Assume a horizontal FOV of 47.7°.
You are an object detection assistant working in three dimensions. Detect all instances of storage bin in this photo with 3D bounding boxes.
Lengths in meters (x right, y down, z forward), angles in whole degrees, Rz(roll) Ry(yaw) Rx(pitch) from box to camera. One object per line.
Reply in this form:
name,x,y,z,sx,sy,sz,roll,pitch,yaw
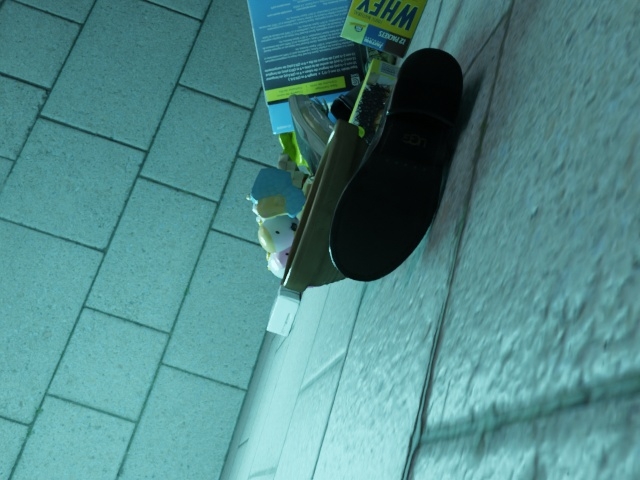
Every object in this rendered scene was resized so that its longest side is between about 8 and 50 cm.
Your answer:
storage bin,0.091,-0.295,1.585,0.091,0.098,0.135,-44,1,-7

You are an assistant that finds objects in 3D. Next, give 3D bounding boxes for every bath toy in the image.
bath toy,-0.071,-0.008,1.577,0.348,0.129,0.151,80,-153,-61

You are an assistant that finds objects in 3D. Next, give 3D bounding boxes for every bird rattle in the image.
bird rattle,0.020,-0.208,1.842,0.207,0.143,0.253,-47,-38,-5

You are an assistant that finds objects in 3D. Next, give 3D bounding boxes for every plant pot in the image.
plant pot,0.035,-0.035,0.972,0.237,0.110,0.237,-163,90,-86

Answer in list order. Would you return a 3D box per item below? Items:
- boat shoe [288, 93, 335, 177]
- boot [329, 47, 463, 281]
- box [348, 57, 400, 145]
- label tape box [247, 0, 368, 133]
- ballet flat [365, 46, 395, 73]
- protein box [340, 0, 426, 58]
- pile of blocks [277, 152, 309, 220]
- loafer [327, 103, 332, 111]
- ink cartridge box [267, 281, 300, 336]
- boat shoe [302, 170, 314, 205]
boat shoe,0.003,-0.232,1.587,0.320,0.103,0.118,-116,11,-53
boot,0.088,-0.085,0.807,0.229,0.091,0.262,-55,-12,-86
box,0.077,-0.156,1.119,0.058,0.087,0.232,-77,6,-54
label tape box,-0.019,-0.452,1.753,0.115,0.249,0.347,-51,-48,-72
ballet flat,0.137,-0.408,1.631,0.188,0.070,0.070,-86,14,-55
protein box,0.142,-0.510,1.453,0.199,0.136,0.201,-78,8,-56
pile of blocks,-0.035,-0.071,1.790,0.362,0.113,0.148,86,-166,-54
loafer,0.041,-0.441,1.895,0.111,0.112,0.319,-68,-33,-77
ink cartridge box,-0.102,0.192,2.039,0.150,0.063,0.109,-93,22,-79
boat shoe,0.025,-0.152,1.623,0.285,0.105,0.089,-76,3,-53
